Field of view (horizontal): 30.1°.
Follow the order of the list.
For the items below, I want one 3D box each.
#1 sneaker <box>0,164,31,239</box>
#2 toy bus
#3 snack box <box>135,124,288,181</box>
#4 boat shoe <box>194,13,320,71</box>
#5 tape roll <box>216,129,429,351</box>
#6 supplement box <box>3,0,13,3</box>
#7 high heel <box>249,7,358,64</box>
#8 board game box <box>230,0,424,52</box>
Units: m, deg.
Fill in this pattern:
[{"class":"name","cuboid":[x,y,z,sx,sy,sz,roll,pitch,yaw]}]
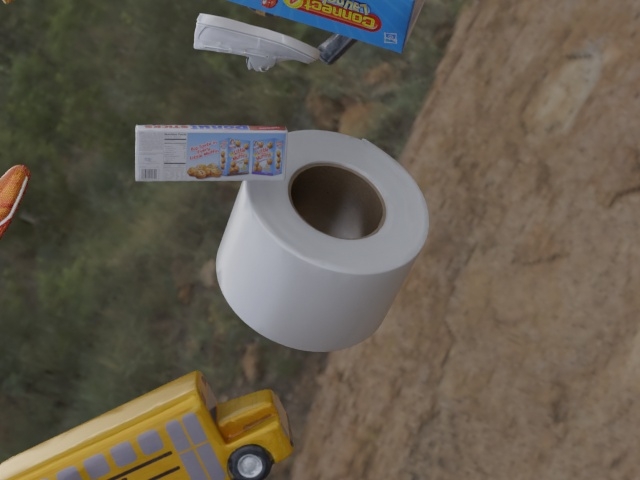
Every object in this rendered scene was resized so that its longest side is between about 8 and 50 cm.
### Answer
[{"class":"sneaker","cuboid":[-0.369,-0.015,1.242,0.175,0.067,0.064,-48,19,1]},{"class":"toy bus","cuboid":[-0.203,0.257,1.393,0.332,0.130,0.108,-25,13,1]},{"class":"snack box","cuboid":[-0.128,-0.103,1.401,0.022,0.178,0.064,-117,29,-64]},{"class":"boat shoe","cuboid":[-0.094,-0.278,1.728,0.066,0.184,0.063,-137,62,-73]},{"class":"tape roll","cuboid":[0.000,0.000,1.544,0.169,0.246,0.246,114,161,-45]},{"class":"supplement box","cuboid":[-0.167,-0.277,0.931,0.233,0.078,0.080,-29,43,-7]},{"class":"high heel","cuboid":[-0.020,-0.401,1.807,0.186,0.261,0.093,-37,20,46]},{"class":"board game box","cuboid":[0.006,-0.399,1.514,0.086,0.301,0.308,101,-170,-47]}]
